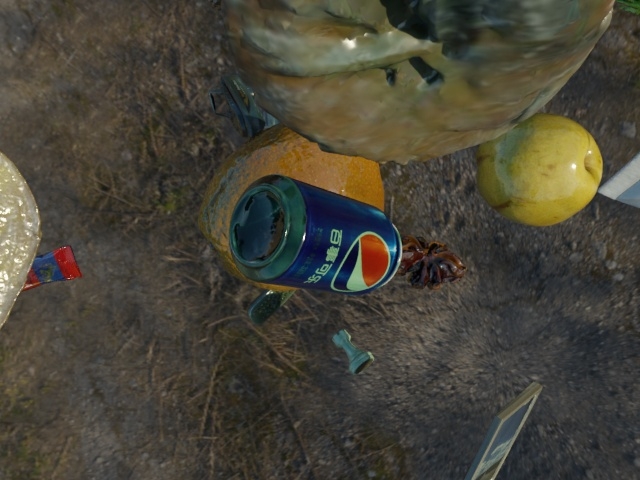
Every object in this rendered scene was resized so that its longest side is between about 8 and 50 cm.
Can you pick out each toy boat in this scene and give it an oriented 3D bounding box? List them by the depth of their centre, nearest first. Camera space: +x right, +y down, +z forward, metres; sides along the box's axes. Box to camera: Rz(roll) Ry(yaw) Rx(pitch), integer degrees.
[{"bbox_3d":[-0.186,-0.295,1.410,0.103,0.093,0.246,-19,42,-10],"label":"toy boat"}]

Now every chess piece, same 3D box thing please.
[{"bbox_3d":[0.075,0.267,1.499,0.067,0.067,0.103,-43,62,4],"label":"chess piece"}]

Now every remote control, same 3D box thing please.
[{"bbox_3d":[-0.111,0.133,1.662,0.222,0.072,0.042,-46,42,-20],"label":"remote control"}]

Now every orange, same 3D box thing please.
[{"bbox_3d":[-0.054,-0.067,1.188,0.356,0.322,0.322,-24,72,-6],"label":"orange"}]

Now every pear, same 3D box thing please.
[{"bbox_3d":[0.556,-0.185,1.596,0.314,0.314,0.315,-3,78,16],"label":"pear"}]

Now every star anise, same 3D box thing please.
[{"bbox_3d":[0.261,0.062,1.599,0.220,0.190,0.126,22,106,1],"label":"star anise"}]

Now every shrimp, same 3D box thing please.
[{"bbox_3d":[0.045,-0.155,0.284,0.221,0.446,0.110,-11,68,5],"label":"shrimp"}]

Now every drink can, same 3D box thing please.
[{"bbox_3d":[0.000,0.000,0.705,0.118,0.204,0.118,-8,77,39],"label":"drink can"}]

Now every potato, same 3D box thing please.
[{"bbox_3d":[-0.385,0.019,0.709,0.120,0.100,0.261,-6,77,56],"label":"potato"}]

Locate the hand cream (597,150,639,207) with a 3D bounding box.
[{"bbox_3d":[0.333,-0.029,0.404,0.247,0.133,0.083,20,50,-5],"label":"hand cream"}]

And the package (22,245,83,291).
[{"bbox_3d":[-0.573,0.067,1.196,0.200,0.083,0.022,-15,41,-12],"label":"package"}]

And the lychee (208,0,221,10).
[{"bbox_3d":[-0.112,-0.401,0.864,0.197,0.165,0.165,32,89,29],"label":"lychee"}]

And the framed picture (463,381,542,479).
[{"bbox_3d":[0.323,0.395,1.161,0.023,0.189,0.260,33,117,32],"label":"framed picture"}]

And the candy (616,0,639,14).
[{"bbox_3d":[0.279,-0.236,0.462,0.102,0.178,0.032,37,73,22],"label":"candy"}]

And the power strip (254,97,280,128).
[{"bbox_3d":[-0.100,-0.333,1.759,0.215,0.061,0.145,16,117,38],"label":"power strip"}]
